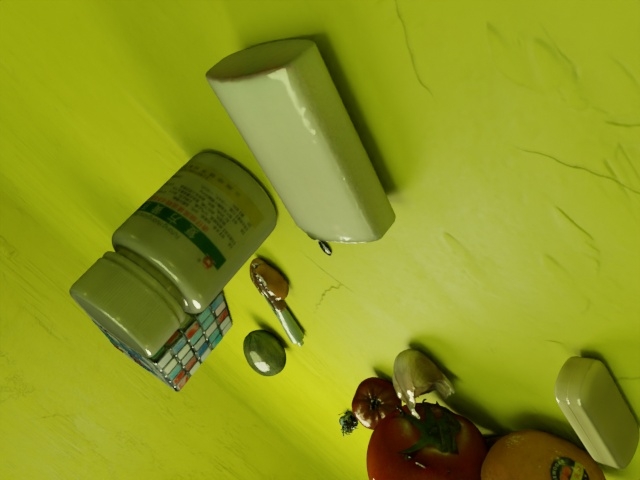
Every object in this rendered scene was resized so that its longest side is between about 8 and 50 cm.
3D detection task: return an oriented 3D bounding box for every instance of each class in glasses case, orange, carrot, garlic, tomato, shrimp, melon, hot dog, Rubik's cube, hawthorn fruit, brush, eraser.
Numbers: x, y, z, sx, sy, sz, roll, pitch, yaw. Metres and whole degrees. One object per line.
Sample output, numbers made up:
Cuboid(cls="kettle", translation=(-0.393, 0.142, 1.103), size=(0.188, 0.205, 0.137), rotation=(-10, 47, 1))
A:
Cuboid(cls="glasses case", translation=(0.399, 0.248, 0.781), size=(0.050, 0.083, 0.196), rotation=(-1, 132, 52))
Cuboid(cls="orange", translation=(0.401, 0.445, 0.973), size=(0.219, 0.193, 0.219), rotation=(21, 135, 23))
Cuboid(cls="carrot", translation=(0.368, 0.452, 1.191), size=(0.061, 0.061, 0.209), rotation=(38, 159, 2))
Cuboid(cls="garlic", translation=(0.192, 0.289, 1.106), size=(0.124, 0.099, 0.174), rotation=(53, 161, 20))
Cuboid(cls="tomato", translation=(0.222, 0.464, 1.136), size=(0.256, 0.256, 0.224), rotation=(21, 113, 32))
Cuboid(cls="shrimp", translation=(0.082, 0.593, 1.751), size=(0.076, 0.082, 0.174), rotation=(29, 160, 10))
Cuboid(cls="melon", translation=(-0.163, 0.337, 1.618), size=(0.114, 0.114, 0.167), rotation=(4, 136, 49))
Cuboid(cls="hot dog", translation=(-0.117, 0.103, 1.244), size=(0.090, 0.060, 0.140), rotation=(22, 153, 40))
Cuboid(cls="Rubik's cube", translation=(-0.476, 0.239, 1.668), size=(0.293, 0.292, 0.286), rotation=(29, 153, 16))
Cuboid(cls="hawthorn fruit", translation=(0.144, 0.394, 1.319), size=(0.140, 0.125, 0.125), rotation=(17, 173, -41))
Cuboid(cls="brush", translation=(0.000, 0.000, 0.985), size=(0.024, 0.008, 0.083), rotation=(18, 148, 42))
Cuboid(cls="eraser", translation=(-0.023, -0.122, 0.723), size=(0.174, 0.094, 0.270), rotation=(11, 143, 44))

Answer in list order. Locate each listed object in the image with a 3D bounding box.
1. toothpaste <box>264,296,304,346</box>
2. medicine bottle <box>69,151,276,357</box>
Cuboid(cls="toothpaste", translation=(-0.092, 0.197, 1.391), size=(0.064, 0.041, 0.218), rotation=(17, 144, 47))
Cuboid(cls="medicine bottle", translation=(-0.255, 0.022, 0.973), size=(0.208, 0.339, 0.208), rotation=(30, 152, 18))
